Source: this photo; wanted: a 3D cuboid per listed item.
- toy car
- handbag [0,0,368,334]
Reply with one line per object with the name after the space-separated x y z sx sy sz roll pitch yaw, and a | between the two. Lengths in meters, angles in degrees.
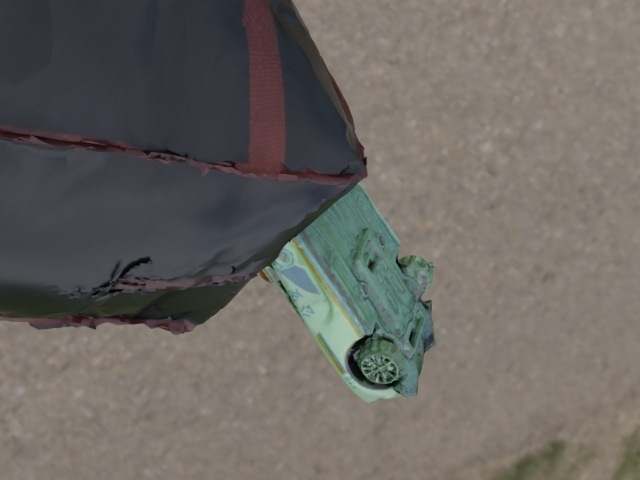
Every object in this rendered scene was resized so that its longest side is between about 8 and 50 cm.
0.000 0.000 0.770 0.186 0.058 0.093 56 34 -24 | toy car
-0.095 -0.081 0.435 0.169 0.215 0.155 3 150 -43 | handbag
